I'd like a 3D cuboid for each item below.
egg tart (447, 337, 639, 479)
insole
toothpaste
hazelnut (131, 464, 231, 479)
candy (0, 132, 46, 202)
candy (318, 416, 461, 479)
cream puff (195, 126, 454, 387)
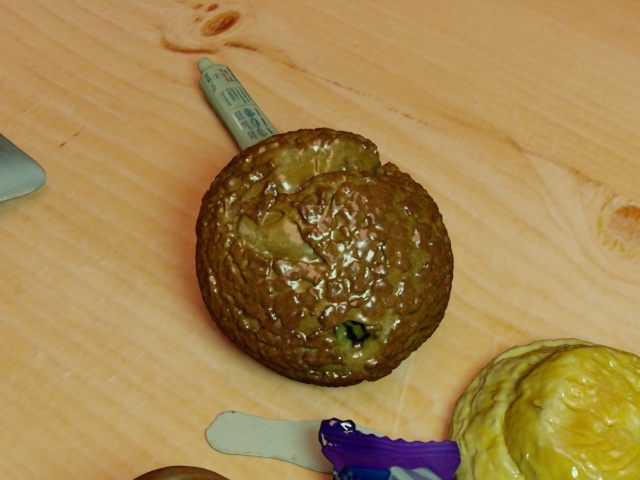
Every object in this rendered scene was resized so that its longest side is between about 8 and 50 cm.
[{"bbox_3d":[0.285,0.207,1.174,0.318,0.128,0.319,4,48,-4],"label":"egg tart"},{"bbox_3d":[-0.023,0.213,1.224,0.197,0.004,0.065,6,49,1],"label":"insole"},{"bbox_3d":[-0.092,-0.148,1.505,0.069,0.047,0.268,-9,50,-37],"label":"toothpaste"},{"bbox_3d":[-0.128,0.302,1.015,0.176,0.214,0.214,-19,37,36],"label":"hazelnut"},{"bbox_3d":[-0.437,-0.103,1.415,0.174,0.071,0.138,38,35,25],"label":"candy"},{"bbox_3d":[0.067,0.302,1.107,0.145,0.070,0.275,3,60,-4],"label":"candy"},{"bbox_3d":[0.000,0.000,1.276,0.303,0.212,0.303,-1,46,1],"label":"cream puff"}]
